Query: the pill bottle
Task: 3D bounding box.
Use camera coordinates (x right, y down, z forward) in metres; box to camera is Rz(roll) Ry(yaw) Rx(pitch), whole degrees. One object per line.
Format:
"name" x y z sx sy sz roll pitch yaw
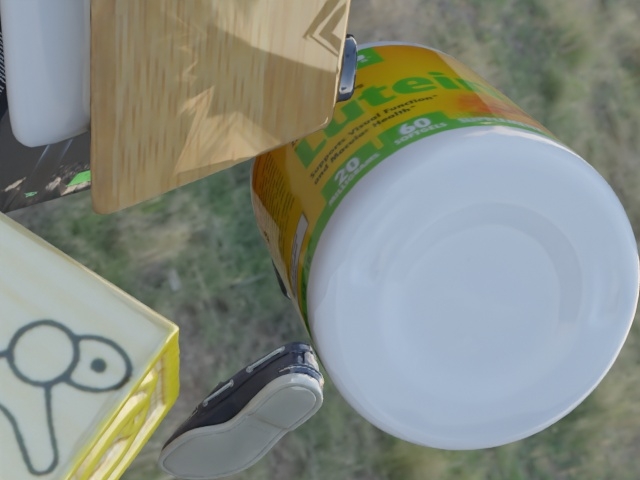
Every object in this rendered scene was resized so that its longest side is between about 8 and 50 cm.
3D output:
"pill bottle" 0.041 -0.016 0.676 0.136 0.136 0.246 58 1 -23

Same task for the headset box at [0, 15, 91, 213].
"headset box" -0.245 -0.157 1.243 0.131 0.283 0.246 41 24 12

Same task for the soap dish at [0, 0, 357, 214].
"soap dish" -0.044 -0.187 0.508 0.291 0.118 0.229 -94 -171 -47

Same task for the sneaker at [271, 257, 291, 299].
"sneaker" 0.000 0.000 1.473 0.227 0.087 0.130 -8 87 -75

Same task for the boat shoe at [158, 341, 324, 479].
"boat shoe" -0.075 0.163 1.371 0.075 0.206 0.065 33 37 -30

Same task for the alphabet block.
"alphabet block" -0.246 0.119 1.174 0.192 0.197 0.193 -54 171 -20
